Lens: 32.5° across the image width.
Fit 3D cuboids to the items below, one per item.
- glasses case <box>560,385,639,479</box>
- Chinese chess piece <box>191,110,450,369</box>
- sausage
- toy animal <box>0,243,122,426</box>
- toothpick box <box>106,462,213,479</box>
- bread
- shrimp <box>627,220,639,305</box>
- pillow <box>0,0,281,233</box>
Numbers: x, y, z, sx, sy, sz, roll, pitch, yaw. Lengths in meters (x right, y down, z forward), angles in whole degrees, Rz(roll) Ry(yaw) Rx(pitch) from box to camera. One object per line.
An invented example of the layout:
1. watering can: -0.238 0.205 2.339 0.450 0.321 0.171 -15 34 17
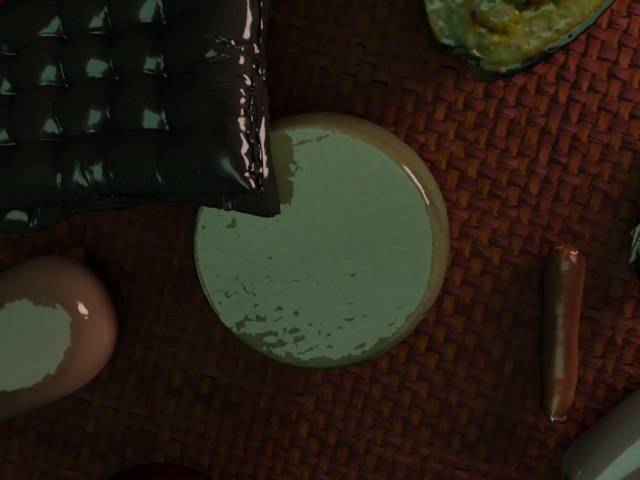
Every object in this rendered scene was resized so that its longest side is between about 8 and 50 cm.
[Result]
1. glasses case: 0.384 0.165 1.068 0.308 0.083 0.128 -42 100 12
2. Chinese chess piece: 0.000 0.000 1.063 0.250 0.101 0.250 1 99 6
3. sausage: 0.238 0.090 1.084 0.040 0.047 0.176 1 99 -6
4. toy animal: -0.317 0.114 1.093 0.250 0.154 0.166 -32 104 13
5. toothpick box: -0.187 0.367 1.036 0.204 0.333 0.204 1 101 5
6. bread: 0.177 -0.264 0.970 0.186 0.124 0.257 28 117 -13
7. shrimp: 0.372 -0.027 1.053 0.126 0.047 0.223 21 101 -9
8. pillow: -0.191 -0.126 1.010 0.326 0.101 0.228 -5 78 18
